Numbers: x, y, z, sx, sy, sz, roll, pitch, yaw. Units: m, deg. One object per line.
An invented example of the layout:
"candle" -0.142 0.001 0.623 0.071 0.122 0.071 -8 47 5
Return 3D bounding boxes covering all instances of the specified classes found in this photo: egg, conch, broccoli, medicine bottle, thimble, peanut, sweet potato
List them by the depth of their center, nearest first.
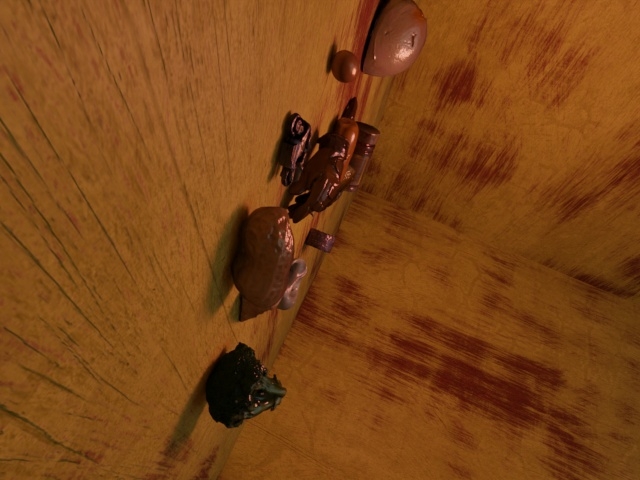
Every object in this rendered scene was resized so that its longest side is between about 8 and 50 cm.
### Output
"peanut" -0.145 0.049 1.018 0.152 0.152 0.313 -60 171 -50
"egg" 0.067 -0.491 1.141 0.080 0.080 0.096 -67 161 5
"broccoli" -0.247 0.475 1.318 0.294 0.245 0.265 -40 -146 42
"egg" 0.303 -0.779 1.590 0.337 0.200 0.337 -63 173 -14
"conch" -0.137 0.170 1.647 0.185 0.120 0.221 99 11 -75
"sweet potato" 0.117 -0.512 1.662 0.054 0.053 0.182 30 78 -45
"medicine bottle" 0.173 -0.414 2.034 0.151 0.151 0.323 -57 169 -59
"thimble" 0.001 0.000 2.145 0.150 0.150 0.098 6 106 -84

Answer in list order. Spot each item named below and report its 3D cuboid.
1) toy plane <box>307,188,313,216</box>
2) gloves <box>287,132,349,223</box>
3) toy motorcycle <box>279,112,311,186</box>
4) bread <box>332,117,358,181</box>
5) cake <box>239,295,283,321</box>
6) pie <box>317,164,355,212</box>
"toy plane" -0.019 -0.206 1.560 0.226 0.058 0.226 -44 153 -82
"gloves" -0.003 -0.196 1.339 0.154 0.141 0.331 89 25 -79
"toy motorcycle" -0.061 -0.236 1.044 0.124 0.061 0.194 -47 152 -54
"bread" 0.071 -0.328 1.608 0.142 0.091 0.305 -97 -157 -55
"cake" -0.226 0.187 1.308 0.220 0.117 0.086 -23 -152 47
"pie" 0.064 -0.238 1.857 0.277 0.078 0.277 -47 178 -2
